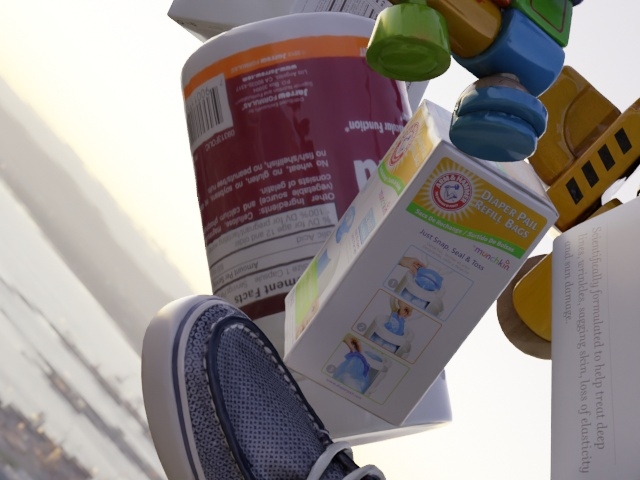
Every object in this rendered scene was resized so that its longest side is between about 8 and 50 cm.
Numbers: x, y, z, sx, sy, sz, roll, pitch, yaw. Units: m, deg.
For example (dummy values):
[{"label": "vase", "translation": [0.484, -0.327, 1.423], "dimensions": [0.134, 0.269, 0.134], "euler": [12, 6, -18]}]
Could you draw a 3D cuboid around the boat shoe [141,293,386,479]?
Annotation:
[{"label": "boat shoe", "translation": [0.020, 0.178, 0.802], "dimensions": [0.158, 0.127, 0.341], "euler": [-13, -70, 37]}]

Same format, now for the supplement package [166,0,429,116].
[{"label": "supplement package", "translation": [0.000, -0.281, 1.486], "dimensions": [0.199, 0.198, 0.262], "euler": [17, -11, 42]}]

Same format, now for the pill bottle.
[{"label": "pill bottle", "translation": [0.000, 0.000, 1.197], "dimensions": [0.224, 0.224, 0.392], "euler": [82, -3, -78]}]

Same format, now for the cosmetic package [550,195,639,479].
[{"label": "cosmetic package", "translation": [0.316, 0.145, 0.771], "dimensions": [0.385, 0.156, 0.217], "euler": [38, 41, -25]}]

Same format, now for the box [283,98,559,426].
[{"label": "box", "translation": [0.069, 0.014, 0.916], "dimensions": [0.103, 0.203, 0.114], "euler": [30, 19, -13]}]

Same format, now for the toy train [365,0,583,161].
[{"label": "toy train", "translation": [0.052, -0.155, 0.694], "dimensions": [0.105, 0.143, 0.248], "euler": [-15, -35, 44]}]

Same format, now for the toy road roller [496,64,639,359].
[{"label": "toy road roller", "translation": [0.288, -0.042, 1.391], "dimensions": [0.240, 0.329, 0.202], "euler": [45, 2, 12]}]
